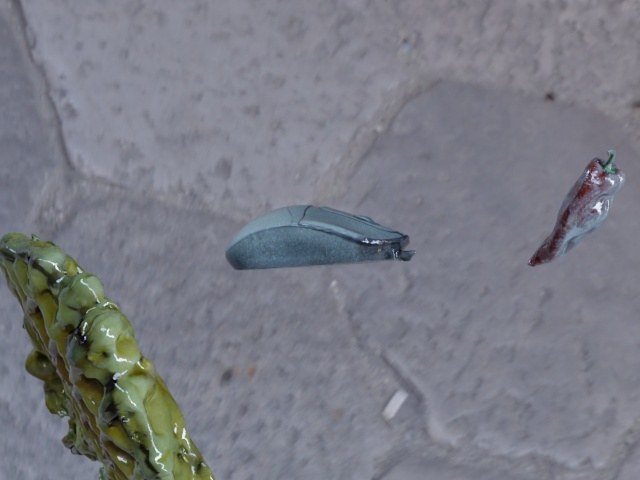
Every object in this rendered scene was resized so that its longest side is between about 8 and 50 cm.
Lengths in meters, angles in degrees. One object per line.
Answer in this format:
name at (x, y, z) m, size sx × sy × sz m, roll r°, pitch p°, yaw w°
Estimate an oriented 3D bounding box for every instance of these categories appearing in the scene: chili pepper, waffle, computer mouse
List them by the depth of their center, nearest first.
chili pepper at (0.239, -0.025, 1.305) m, size 0.050 × 0.153 × 0.041 m, roll 8°, pitch 37°, yaw -26°
waffle at (-0.205, 0.135, 1.314) m, size 0.073 × 0.297 × 0.317 m, roll -30°, pitch 119°, yaw -21°
computer mouse at (-0.002, -0.006, 1.517) m, size 0.229 × 0.113 × 0.068 m, roll -4°, pitch 89°, yaw 29°
